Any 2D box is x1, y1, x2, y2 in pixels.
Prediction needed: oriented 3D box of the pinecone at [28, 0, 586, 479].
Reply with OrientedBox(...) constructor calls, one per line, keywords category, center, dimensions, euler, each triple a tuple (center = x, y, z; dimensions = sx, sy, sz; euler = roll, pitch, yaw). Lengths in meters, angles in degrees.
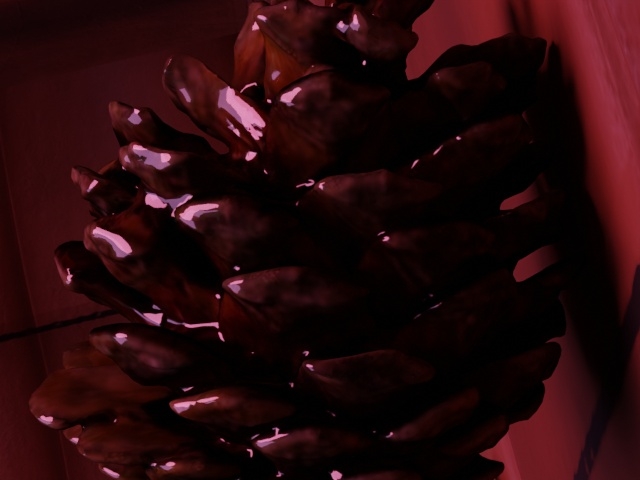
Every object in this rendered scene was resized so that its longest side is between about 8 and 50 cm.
OrientedBox(category="pinecone", center=(-0.002, 0.004, 0.616), dimensions=(0.184, 0.179, 0.205), euler=(-46, -34, -54))
